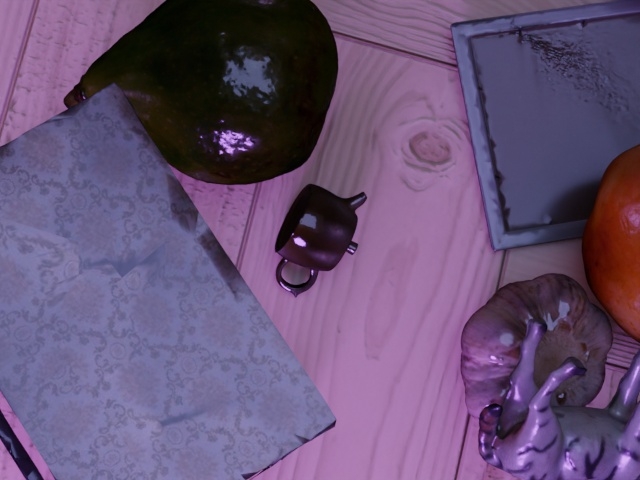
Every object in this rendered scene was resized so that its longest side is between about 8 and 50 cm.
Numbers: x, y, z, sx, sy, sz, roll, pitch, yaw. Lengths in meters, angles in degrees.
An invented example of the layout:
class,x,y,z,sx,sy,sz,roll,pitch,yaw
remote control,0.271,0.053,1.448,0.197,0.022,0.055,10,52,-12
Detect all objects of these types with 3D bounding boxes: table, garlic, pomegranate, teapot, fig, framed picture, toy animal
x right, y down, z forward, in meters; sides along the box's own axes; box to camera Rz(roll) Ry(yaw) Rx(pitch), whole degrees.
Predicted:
class,x,y,z,sx,sy,sz,roll,pitch,yaw
table,-0.188,0.090,1.660,0.222,0.272,0.335,-31,84,-15
garlic,0.198,0.107,1.809,0.147,0.102,0.159,28,87,-17
pomegranate,0.344,0.004,1.789,0.209,0.209,0.209,2,79,-9
teapot,0.000,0.000,1.814,0.068,0.076,0.121,27,103,-12
fig,-0.109,-0.144,1.763,0.244,0.195,0.195,0,79,-13
framed picture,0.287,-0.122,1.907,0.296,0.019,0.232,-8,83,-10
toy animal,0.262,0.166,1.743,0.255,0.090,0.170,27,107,-25
